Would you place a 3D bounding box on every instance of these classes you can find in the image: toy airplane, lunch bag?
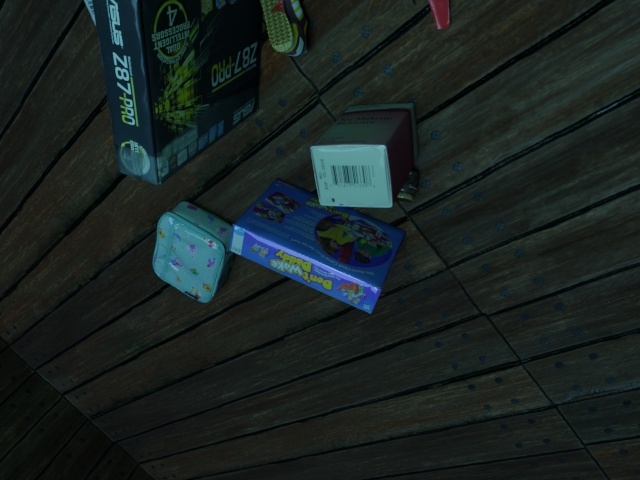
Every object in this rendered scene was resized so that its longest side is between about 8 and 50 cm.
[{"bbox_3d":[0.227,-0.449,0.895,0.151,0.028,0.151,12,126,18],"label":"toy airplane"},{"bbox_3d":[-0.366,0.038,1.455,0.224,0.108,0.279,29,130,4],"label":"lunch bag"}]

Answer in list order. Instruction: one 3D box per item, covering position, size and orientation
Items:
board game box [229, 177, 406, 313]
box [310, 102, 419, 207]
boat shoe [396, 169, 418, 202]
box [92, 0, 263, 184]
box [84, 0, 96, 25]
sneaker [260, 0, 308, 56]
[{"bbox_3d":[0.000,0.000,1.180,0.347,0.233,0.078,24,129,9],"label":"board game box"},{"bbox_3d":[0.096,-0.174,1.013,0.148,0.232,0.127,3,123,23],"label":"box"},{"bbox_3d":[0.116,-0.136,1.145,0.207,0.073,0.073,10,89,14],"label":"boat shoe"},{"bbox_3d":[-0.235,-0.333,0.950,0.097,0.395,0.318,20,128,12],"label":"box"},{"bbox_3d":[-0.436,-0.555,1.120,0.207,0.036,0.114,-2,121,26],"label":"box"},{"bbox_3d":[-0.069,-0.457,1.006,0.069,0.084,0.186,-3,95,30],"label":"sneaker"}]
